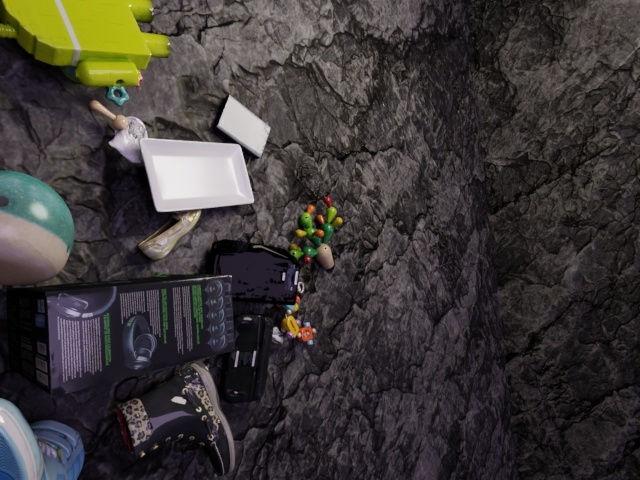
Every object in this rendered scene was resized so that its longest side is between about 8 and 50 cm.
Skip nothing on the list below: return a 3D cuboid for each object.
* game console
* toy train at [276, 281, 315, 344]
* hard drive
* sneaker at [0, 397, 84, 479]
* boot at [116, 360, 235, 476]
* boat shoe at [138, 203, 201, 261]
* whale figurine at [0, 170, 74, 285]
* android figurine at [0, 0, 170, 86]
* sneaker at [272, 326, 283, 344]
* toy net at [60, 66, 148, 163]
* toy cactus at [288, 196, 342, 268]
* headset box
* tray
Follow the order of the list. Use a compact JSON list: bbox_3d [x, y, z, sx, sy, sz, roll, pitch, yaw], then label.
[{"bbox_3d":[-0.166,0.185,0.936,0.213,0.044,0.361,10,84,-30],"label":"game console"},{"bbox_3d":[-0.069,0.196,1.063,0.125,0.046,0.166,-6,84,-63],"label":"toy train"},{"bbox_3d":[-0.188,-0.274,1.000,0.135,0.022,0.094,32,64,-40],"label":"hard drive"},{"bbox_3d":[-0.412,0.292,0.558,0.127,0.208,0.318,8,112,-13],"label":"sneaker"},{"bbox_3d":[-0.275,0.378,0.797,0.179,0.085,0.236,-18,92,-44],"label":"boot"},{"bbox_3d":[-0.301,-0.027,0.833,0.153,0.056,0.048,-55,128,-26],"label":"boat shoe"},{"bbox_3d":[-0.480,-0.037,0.550,0.272,0.216,0.141,16,61,-17],"label":"whale figurine"},{"bbox_3d":[-0.410,-0.376,0.706,0.273,0.056,0.248,-22,82,-42],"label":"android figurine"},{"bbox_3d":[-0.123,0.226,1.014,0.083,0.032,0.036,45,39,-36],"label":"sneaker"},{"bbox_3d":[-0.384,-0.259,0.781,0.122,0.045,0.232,-36,113,-44],"label":"toy net"},{"bbox_3d":[0.000,0.000,1.125,0.219,0.112,0.180,-61,137,-42],"label":"toy cactus"},{"bbox_3d":[-0.310,0.128,0.666,0.283,0.246,0.131,-2,87,-46],"label":"headset box"},{"bbox_3d":[-0.256,-0.138,0.877,0.270,0.030,0.145,-15,92,-56],"label":"tray"}]
